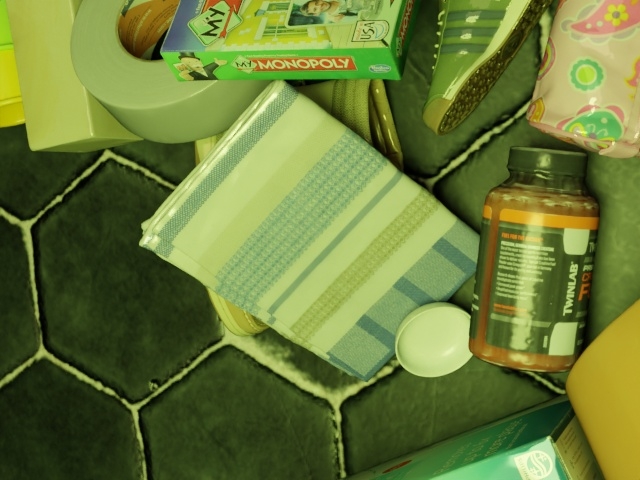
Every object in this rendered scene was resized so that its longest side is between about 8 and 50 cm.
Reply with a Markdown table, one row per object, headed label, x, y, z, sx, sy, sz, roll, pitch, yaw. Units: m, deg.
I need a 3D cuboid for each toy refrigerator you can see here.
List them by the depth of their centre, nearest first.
| label | x | y | z | sx | sy | sz | roll | pitch | yaw |
| --- | --- | --- | --- | --- | --- | --- | --- | --- | --- |
| toy refrigerator | -0.278 | -0.235 | 1.088 | 0.094 | 0.102 | 0.269 | -8 | 91 | 23 |

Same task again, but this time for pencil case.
| label | x | y | z | sx | sy | sz | roll | pitch | yaw |
| --- | --- | --- | --- | --- | --- | --- | --- | --- | --- |
| pencil case | 0.273 | -0.214 | 0.848 | 0.124 | 0.124 | 0.284 | 22 | 102 | 20 |

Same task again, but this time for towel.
| label | x | y | z | sx | sy | sz | roll | pitch | yaw |
| --- | --- | --- | --- | --- | --- | --- | --- | --- | --- |
| towel | 0.000 | 0.000 | 0.945 | 0.285 | 0.034 | 0.209 | 35 | 109 | -22 |

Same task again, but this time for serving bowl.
| label | x | y | z | sx | sy | sz | roll | pitch | yaw |
| --- | --- | --- | --- | --- | --- | --- | --- | --- | --- |
| serving bowl | 0.112 | 0.093 | 0.974 | 0.083 | 0.027 | 0.083 | -5 | 121 | -8 |

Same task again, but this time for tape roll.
| label | x | y | z | sx | sy | sz | roll | pitch | yaw |
| --- | --- | --- | --- | --- | --- | --- | --- | --- | --- |
| tape roll | -0.138 | -0.208 | 0.998 | 0.219 | 0.072 | 0.219 | -9 | 62 | 17 |

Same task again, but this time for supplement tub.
| label | x | y | z | sx | sy | sz | roll | pitch | yaw |
| --- | --- | --- | --- | --- | --- | --- | --- | --- | --- |
| supplement tub | 0.196 | 0.015 | 0.905 | 0.106 | 0.106 | 0.197 | 8 | 98 | 22 |

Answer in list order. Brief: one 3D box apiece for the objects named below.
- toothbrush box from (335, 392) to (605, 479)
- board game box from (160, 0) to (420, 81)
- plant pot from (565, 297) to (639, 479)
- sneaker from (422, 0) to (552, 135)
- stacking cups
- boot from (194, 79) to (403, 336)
| label | x | y | z | sx | sy | sz | roll | pitch | yaw |
| --- | --- | --- | --- | --- | --- | --- | --- | --- | --- |
| toothbrush box | 0.118 | 0.255 | 0.896 | 0.296 | 0.216 | 0.126 | -27 | 83 | 23 |
| board game box | 0.000 | -0.283 | 0.909 | 0.214 | 0.046 | 0.317 | 3 | 61 | 22 |
| plant pot | 0.332 | 0.139 | 0.780 | 0.291 | 0.291 | 0.203 | -46 | 61 | 19 |
| sneaker | 0.141 | -0.200 | 0.941 | 0.086 | 0.064 | 0.192 | 42 | 108 | 23 |
| stacking cups | -0.391 | -0.292 | 1.133 | 0.096 | 0.096 | 0.316 | -18 | 87 | 23 |
| boot | -0.017 | -0.035 | 1.001 | 0.204 | 0.095 | 0.261 | -4 | 90 | 21 |
